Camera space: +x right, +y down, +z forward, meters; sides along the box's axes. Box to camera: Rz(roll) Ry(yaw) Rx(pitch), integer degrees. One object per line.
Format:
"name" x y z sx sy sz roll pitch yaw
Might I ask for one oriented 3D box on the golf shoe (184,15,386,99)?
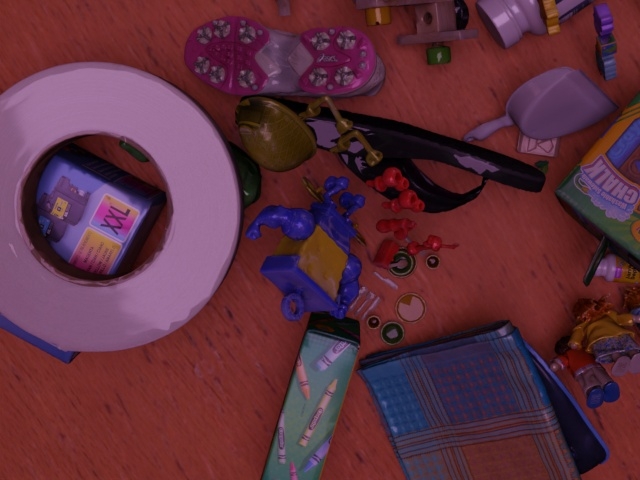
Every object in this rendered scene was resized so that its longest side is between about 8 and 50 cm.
"golf shoe" -0.049 -0.248 1.503 0.306 0.140 0.115 12 90 24

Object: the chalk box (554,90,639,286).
"chalk box" 0.448 -0.061 1.450 0.179 0.180 0.289 43 95 17

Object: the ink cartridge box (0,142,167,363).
"ink cartridge box" -0.463 -0.038 1.522 0.396 0.151 0.270 28 97 0

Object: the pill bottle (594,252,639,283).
"pill bottle" 0.448 0.041 1.550 0.083 0.043 0.043 4 97 2

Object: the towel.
"towel" 0.234 0.313 1.535 0.271 0.040 0.370 -20 96 33

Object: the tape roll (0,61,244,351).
"tape roll" -0.296 -0.044 1.406 0.392 0.072 0.391 0 95 1

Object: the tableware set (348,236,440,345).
"tableware set" 0.122 0.078 1.575 0.104 0.024 0.154 37 96 -3

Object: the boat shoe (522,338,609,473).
"boat shoe" 0.327 0.247 1.545 0.089 0.109 0.258 -37 92 1

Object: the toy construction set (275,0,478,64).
"toy construction set" 0.082 -0.349 1.449 0.309 0.257 0.237 0 110 22

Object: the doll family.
"doll family" 0.455 0.132 1.498 0.263 0.163 0.118 -6 121 -9

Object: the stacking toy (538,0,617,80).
"stacking toy" 0.395 -0.278 1.462 0.167 0.052 0.221 -15 141 5

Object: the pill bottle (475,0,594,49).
"pill bottle" 0.315 -0.355 1.476 0.180 0.108 0.108 -34 94 5

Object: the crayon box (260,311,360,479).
"crayon box" -0.018 0.252 1.528 0.081 0.165 0.278 17 97 0

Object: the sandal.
"sandal" 0.094 -0.113 1.495 0.446 0.167 0.107 14 104 9

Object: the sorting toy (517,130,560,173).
"sorting toy" 0.323 -0.142 1.549 0.062 0.012 0.083 8 97 3

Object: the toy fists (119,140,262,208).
"toy fists" -0.206 -0.137 1.502 0.279 0.142 0.096 38 96 -2

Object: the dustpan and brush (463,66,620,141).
"dustpan and brush" 0.298 -0.180 1.492 0.211 0.147 0.060 -32 54 26

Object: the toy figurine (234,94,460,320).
"toy figurine" 0.000 0.000 1.387 0.362 0.191 0.217 46 61 -40
